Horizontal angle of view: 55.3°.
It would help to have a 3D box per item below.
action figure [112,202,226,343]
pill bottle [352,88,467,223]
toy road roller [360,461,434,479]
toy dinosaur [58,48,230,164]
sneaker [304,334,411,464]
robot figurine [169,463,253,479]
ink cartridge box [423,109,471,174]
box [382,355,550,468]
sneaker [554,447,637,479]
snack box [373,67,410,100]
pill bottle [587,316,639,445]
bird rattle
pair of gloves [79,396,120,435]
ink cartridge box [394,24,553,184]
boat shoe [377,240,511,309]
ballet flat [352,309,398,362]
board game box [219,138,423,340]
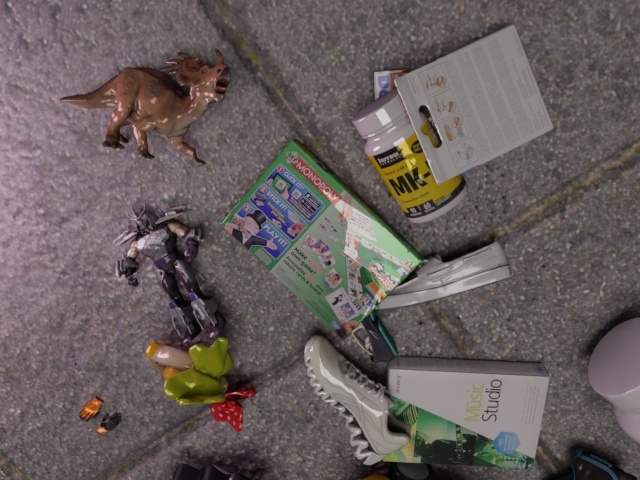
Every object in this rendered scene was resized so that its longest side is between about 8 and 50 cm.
[{"bbox_3d":[-0.283,0.055,1.164,0.185,0.099,0.284,-22,104,19],"label":"action figure"},{"bbox_3d":[0.149,-0.143,1.036,0.119,0.119,0.208,-32,108,13],"label":"pill bottle"},{"bbox_3d":[0.182,0.616,1.227,0.241,0.330,0.202,-7,119,-44],"label":"toy road roller"},{"bbox_3d":[-0.282,-0.247,1.044,0.296,0.127,0.200,17,103,9],"label":"toy dinosaur"},{"bbox_3d":[0.075,0.302,1.213,0.118,0.110,0.292,-29,100,28],"label":"sneaker"},{"bbox_3d":[-0.210,0.597,1.316,0.278,0.173,0.209,31,152,-9],"label":"robot figurine"},{"bbox_3d":[0.245,-0.189,1.074,0.089,0.052,0.122,-33,104,13],"label":"ink cartridge box"},{"bbox_3d":[0.292,0.359,1.271,0.322,0.058,0.232,2,110,3],"label":"box"},{"bbox_3d":[0.540,0.598,1.336,0.140,0.125,0.340,34,113,19],"label":"sneaker"},{"bbox_3d":[0.131,-0.212,1.086,0.064,0.022,0.178,-4,111,4],"label":"snack box"},{"bbox_3d":[0.714,0.331,1.152,0.408,0.229,0.229,38,107,-11],"label":"pill bottle"},{"bbox_3d":[-0.236,0.266,1.210,0.207,0.253,0.143,19,69,17],"label":"bird rattle"},{"bbox_3d":[-0.483,0.386,1.339,0.083,0.010,0.074,43,106,-13],"label":"pair of gloves"},{"bbox_3d":[0.248,-0.223,1.008,0.233,0.066,0.189,-26,100,-6],"label":"ink cartridge box"},{"bbox_3d":[0.224,0.067,1.160,0.258,0.095,0.084,-16,81,5],"label":"boat shoe"},{"bbox_3d":[0.087,0.158,1.201,0.074,0.074,0.203,-21,110,10],"label":"ballet flat"},{"bbox_3d":[0.000,0.000,1.120,0.317,0.046,0.213,44,106,2],"label":"board game box"}]
